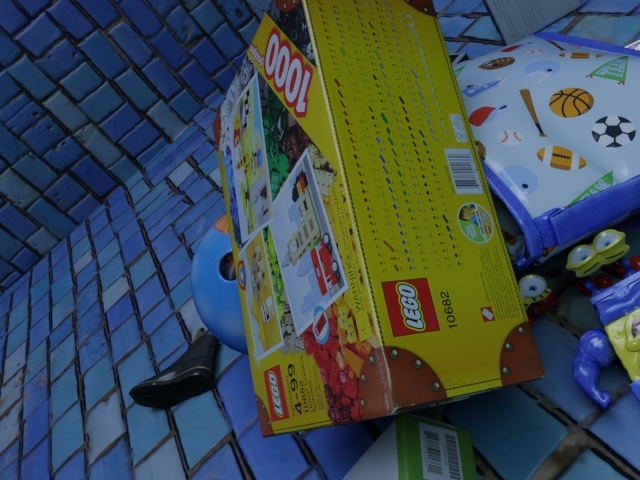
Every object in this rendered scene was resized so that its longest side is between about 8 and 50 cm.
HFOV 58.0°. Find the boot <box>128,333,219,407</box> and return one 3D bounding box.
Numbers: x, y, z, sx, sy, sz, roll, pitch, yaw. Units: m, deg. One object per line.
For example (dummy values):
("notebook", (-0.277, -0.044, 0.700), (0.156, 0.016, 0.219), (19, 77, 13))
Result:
("boot", (-0.305, 0.278, 1.249), (0.198, 0.077, 0.137), (-15, 33, 15))

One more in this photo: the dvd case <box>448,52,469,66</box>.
("dvd case", (0.258, -0.428, 1.545), (0.179, 0.029, 0.239), (-49, 32, -13))

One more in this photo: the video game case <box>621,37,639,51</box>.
("video game case", (0.531, -0.318, 1.008), (0.232, 0.042, 0.210), (-22, 5, 28))

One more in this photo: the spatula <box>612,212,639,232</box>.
("spatula", (0.527, -0.135, 0.885), (0.296, 0.030, 0.084), (-49, 30, -12))

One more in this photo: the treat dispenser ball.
("treat dispenser ball", (-0.092, 0.070, 1.056), (0.288, 0.288, 0.288), (-28, 34, 21))

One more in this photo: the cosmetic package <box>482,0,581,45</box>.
("cosmetic package", (0.490, -0.597, 1.384), (0.184, 0.151, 0.151), (-27, 34, 20))

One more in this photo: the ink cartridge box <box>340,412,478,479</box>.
("ink cartridge box", (0.087, 0.361, 0.704), (0.188, 0.097, 0.255), (-85, 18, -48))

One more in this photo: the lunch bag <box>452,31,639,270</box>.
("lunch bag", (0.306, -0.123, 0.811), (0.328, 0.239, 0.385), (-26, 29, -9))

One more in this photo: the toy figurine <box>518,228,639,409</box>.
("toy figurine", (0.412, 0.095, 0.676), (0.362, 0.191, 0.217), (-34, 60, 16))

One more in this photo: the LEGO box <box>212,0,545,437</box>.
("LEGO box", (0.025, -0.025, 0.761), (0.372, 0.193, 0.500), (-41, 57, 58))
